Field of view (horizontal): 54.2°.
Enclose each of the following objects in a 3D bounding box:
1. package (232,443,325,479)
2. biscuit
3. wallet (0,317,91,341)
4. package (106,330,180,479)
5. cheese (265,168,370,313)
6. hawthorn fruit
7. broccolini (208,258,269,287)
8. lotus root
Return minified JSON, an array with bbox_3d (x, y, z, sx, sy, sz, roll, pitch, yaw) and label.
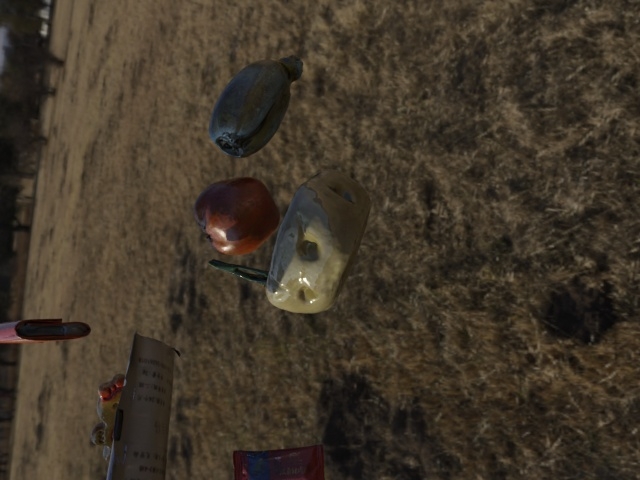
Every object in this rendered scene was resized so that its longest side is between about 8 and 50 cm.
[{"bbox_3d":[-0.091,0.495,1.368,0.022,0.200,0.083,117,150,-84],"label":"package"},{"bbox_3d":[-0.411,0.382,1.349,0.036,0.165,0.226,37,127,50],"label":"biscuit"},{"bbox_3d":[-0.571,0.182,1.257,0.204,0.142,0.045,-12,75,47],"label":"wallet"},{"bbox_3d":[-0.217,0.249,0.809,0.251,0.062,0.204,94,178,-65],"label":"package"},{"bbox_3d":[0.000,0.000,0.953,0.218,0.117,0.235,88,-156,-77],"label":"cheese"},{"bbox_3d":[-0.180,-0.054,1.377,0.189,0.189,0.190,-26,60,60],"label":"hawthorn fruit"},{"bbox_3d":[-0.131,0.067,1.303,0.058,0.201,0.074,-66,-2,-71],"label":"broccolini"},{"bbox_3d":[-0.151,-0.332,1.459,0.158,0.139,0.322,77,-147,-51],"label":"lotus root"}]
